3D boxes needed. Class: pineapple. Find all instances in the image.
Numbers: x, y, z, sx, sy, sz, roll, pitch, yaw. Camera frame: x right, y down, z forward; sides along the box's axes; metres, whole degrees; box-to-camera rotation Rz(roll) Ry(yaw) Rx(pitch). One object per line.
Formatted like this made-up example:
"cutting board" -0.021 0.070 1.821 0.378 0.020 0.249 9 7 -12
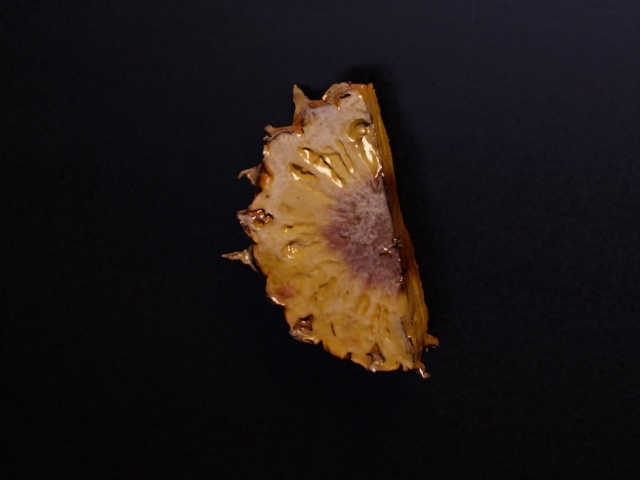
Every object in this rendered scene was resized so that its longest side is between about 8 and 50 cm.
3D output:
"pineapple" 0.000 0.000 1.286 0.135 0.079 0.233 -13 101 12
